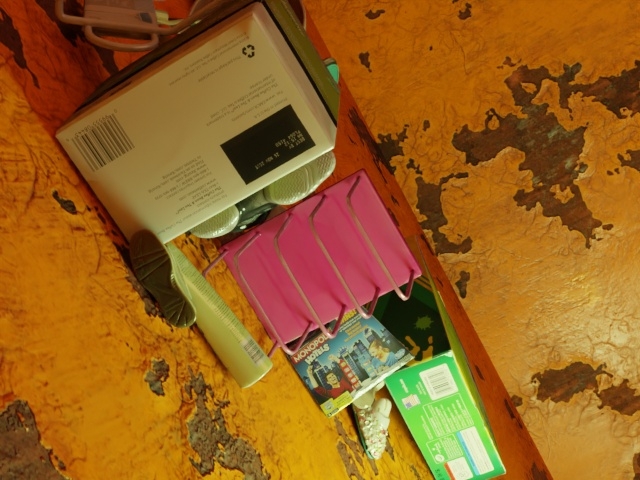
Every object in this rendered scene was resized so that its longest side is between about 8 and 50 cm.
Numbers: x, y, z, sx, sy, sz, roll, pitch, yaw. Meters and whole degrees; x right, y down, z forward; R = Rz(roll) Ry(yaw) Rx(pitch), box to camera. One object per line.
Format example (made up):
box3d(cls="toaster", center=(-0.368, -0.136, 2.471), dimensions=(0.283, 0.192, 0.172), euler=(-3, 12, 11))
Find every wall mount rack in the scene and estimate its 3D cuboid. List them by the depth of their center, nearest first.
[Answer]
box3d(cls="wall mount rack", center=(-0.264, -0.405, 1.666), dimensions=(0.350, 0.304, 0.131), euler=(-111, -151, -59))

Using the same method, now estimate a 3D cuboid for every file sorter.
box3d(cls="file sorter", center=(-0.017, 0.054, 1.690), dimensions=(0.202, 0.290, 0.182), euler=(60, 17, -8))

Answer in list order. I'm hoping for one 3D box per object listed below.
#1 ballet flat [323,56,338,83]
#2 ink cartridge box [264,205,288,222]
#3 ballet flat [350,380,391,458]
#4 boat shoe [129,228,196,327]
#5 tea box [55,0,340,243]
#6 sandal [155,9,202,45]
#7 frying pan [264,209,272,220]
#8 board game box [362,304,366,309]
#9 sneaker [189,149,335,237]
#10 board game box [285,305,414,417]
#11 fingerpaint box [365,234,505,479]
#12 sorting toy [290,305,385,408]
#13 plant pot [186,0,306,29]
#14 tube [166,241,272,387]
box3d(cls="ballet flat", center=(-0.040, -0.327, 2.501), dimensions=(0.124, 0.116, 0.342), euler=(48, -28, 26))
box3d(cls="ink cartridge box", center=(-0.007, 0.008, 2.064), dimensions=(0.198, 0.067, 0.115), euler=(28, -5, 29))
box3d(cls="ballet flat", center=(0.093, 0.304, 2.037), dimensions=(0.091, 0.077, 0.241), euler=(46, 21, -55))
box3d(cls="boat shoe", center=(-0.218, 0.049, 1.460), dimensions=(0.153, 0.056, 0.048), euler=(60, 7, -17))
box3d(cls="tea box", center=(-0.163, -0.193, 1.547), dimensions=(0.220, 0.329, 0.323), euler=(58, 13, -17))
box3d(cls="sandal", center=(-0.300, -0.401, 2.053), dimensions=(0.240, 0.088, 0.079), euler=(-13, 106, -69))
box3d(cls="frying pan", center=(-0.103, -0.145, 2.028), dimensions=(0.326, 0.053, 0.197), euler=(58, 44, -81))
box3d(cls="board game box", center=(0.084, 0.100, 2.511), dimensions=(0.260, 0.030, 0.136), euler=(58, 16, -15))
box3d(cls="sneaker", center=(-0.094, -0.090, 1.742), dimensions=(0.101, 0.268, 0.153), euler=(64, 9, 2))
box3d(cls="board game box", center=(0.036, 0.181, 1.874), dimensions=(0.194, 0.194, 0.060), euler=(58, -10, -12))
box3d(cls="fingerpaint box", center=(0.239, 0.278, 2.332), dimensions=(0.371, 0.163, 0.445), euler=(-102, 168, -49))
box3d(cls="sorting toy", center=(0.012, 0.147, 1.982), dimensions=(0.307, 0.041, 0.229), euler=(45, 32, -15))
box3d(cls="plant pot", center=(-0.139, -0.391, 2.283), dimensions=(0.274, 0.256, 0.257), euler=(73, -4, -63))
box3d(cls="tube", center=(-0.164, 0.107, 1.550), dimensions=(0.240, 0.062, 0.070), euler=(55, -29, -8))
